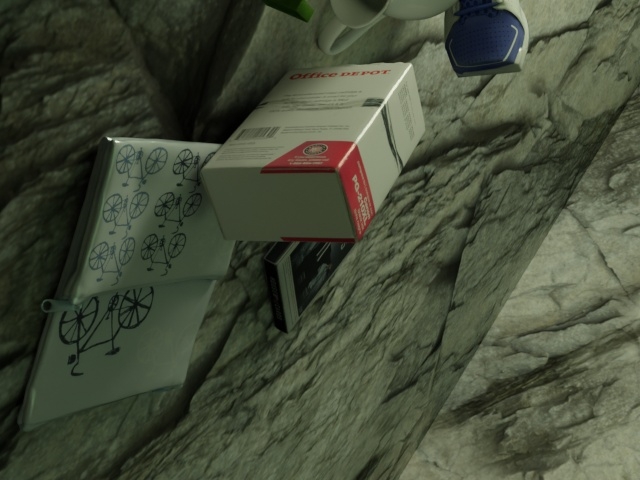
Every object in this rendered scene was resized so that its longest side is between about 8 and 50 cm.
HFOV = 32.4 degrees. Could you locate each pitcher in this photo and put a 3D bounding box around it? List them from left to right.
[{"bbox_3d":[0.091,-0.319,1.403,0.207,0.125,0.178,-30,166,-45],"label":"pitcher"}]

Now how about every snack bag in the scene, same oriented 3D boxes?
[{"bbox_3d":[-0.192,0.046,1.241,0.323,0.037,0.342,-6,118,-65],"label":"snack bag"}]

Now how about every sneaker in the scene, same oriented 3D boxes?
[{"bbox_3d":[0.203,-0.392,1.509,0.182,0.127,0.315,35,55,-56],"label":"sneaker"}]

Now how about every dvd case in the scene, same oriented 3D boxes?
[{"bbox_3d":[0.000,0.000,1.625,0.238,0.030,0.179,-51,155,-28],"label":"dvd case"}]

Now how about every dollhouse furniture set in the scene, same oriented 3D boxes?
[{"bbox_3d":[-0.012,-0.325,1.223,0.151,0.059,0.076,-64,158,-3],"label":"dollhouse furniture set"}]

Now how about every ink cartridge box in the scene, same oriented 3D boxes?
[{"bbox_3d":[-0.001,-0.104,1.258,0.237,0.172,0.100,-56,139,-46],"label":"ink cartridge box"}]
